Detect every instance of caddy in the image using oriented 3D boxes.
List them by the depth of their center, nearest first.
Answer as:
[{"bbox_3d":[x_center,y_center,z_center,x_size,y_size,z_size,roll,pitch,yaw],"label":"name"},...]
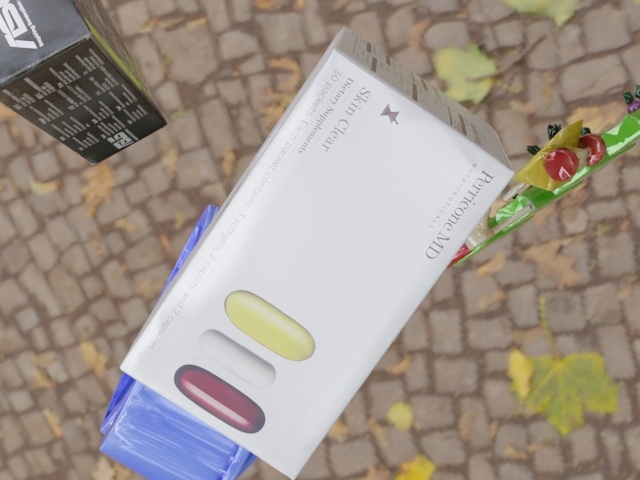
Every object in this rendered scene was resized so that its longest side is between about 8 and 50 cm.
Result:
[{"bbox_3d":[-0.092,0.122,1.518,0.179,0.241,0.341,26,89,-8],"label":"caddy"}]

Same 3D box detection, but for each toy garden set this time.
[{"bbox_3d":[0.193,-0.055,1.327,0.244,0.204,0.049,-38,82,38],"label":"toy garden set"}]

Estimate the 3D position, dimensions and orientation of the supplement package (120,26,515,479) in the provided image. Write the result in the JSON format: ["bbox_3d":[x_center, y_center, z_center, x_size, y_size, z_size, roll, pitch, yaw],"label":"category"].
[{"bbox_3d":[0.000,0.000,1.044,0.145,0.204,0.262,33,102,-5],"label":"supplement package"}]

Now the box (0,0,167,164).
[{"bbox_3d":[-0.126,-0.125,0.538,0.045,0.190,0.184,-26,87,-1],"label":"box"}]
